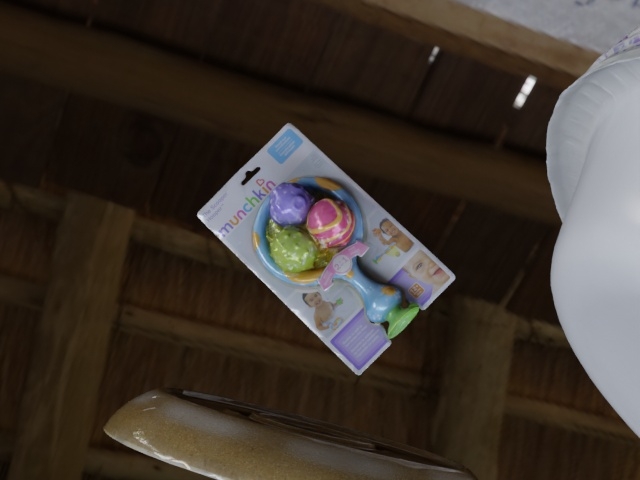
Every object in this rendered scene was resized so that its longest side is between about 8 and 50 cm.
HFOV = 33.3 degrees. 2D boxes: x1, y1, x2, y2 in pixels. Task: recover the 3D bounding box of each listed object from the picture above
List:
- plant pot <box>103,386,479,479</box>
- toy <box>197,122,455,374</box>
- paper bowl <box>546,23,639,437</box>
[{"bbox_3d":[-0.008,0.124,0.628,0.236,0.032,0.236,14,173,2],"label":"plant pot"},{"bbox_3d":[0.000,0.000,1.044,0.237,0.137,0.056,44,176,13],"label":"toy"},{"bbox_3d":[0.211,0.028,0.439,0.148,0.284,0.284,-41,-118,-13],"label":"paper bowl"}]
